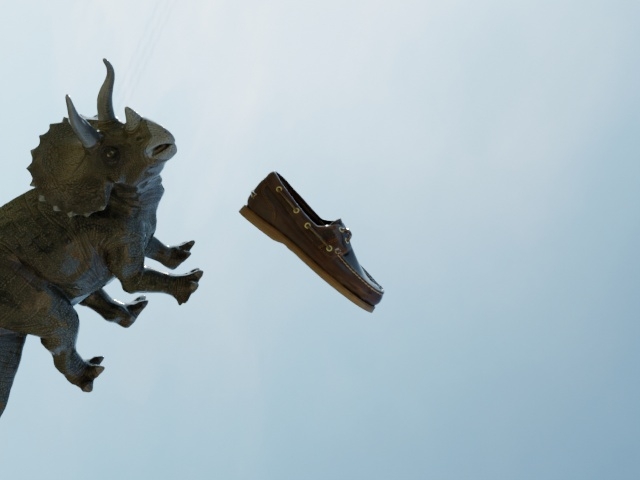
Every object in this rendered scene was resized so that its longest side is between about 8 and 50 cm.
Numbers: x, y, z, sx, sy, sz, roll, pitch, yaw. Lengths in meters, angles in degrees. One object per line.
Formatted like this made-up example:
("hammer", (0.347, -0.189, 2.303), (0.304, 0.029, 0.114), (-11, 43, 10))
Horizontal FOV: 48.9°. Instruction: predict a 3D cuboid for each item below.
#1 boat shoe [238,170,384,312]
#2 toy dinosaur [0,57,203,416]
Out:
("boat shoe", (0.000, 0.000, 0.843), (0.073, 0.207, 0.073), (-51, 180, 4))
("toy dinosaur", (-0.196, 0.017, 0.534), (0.313, 0.160, 0.121), (-41, -154, 16))
